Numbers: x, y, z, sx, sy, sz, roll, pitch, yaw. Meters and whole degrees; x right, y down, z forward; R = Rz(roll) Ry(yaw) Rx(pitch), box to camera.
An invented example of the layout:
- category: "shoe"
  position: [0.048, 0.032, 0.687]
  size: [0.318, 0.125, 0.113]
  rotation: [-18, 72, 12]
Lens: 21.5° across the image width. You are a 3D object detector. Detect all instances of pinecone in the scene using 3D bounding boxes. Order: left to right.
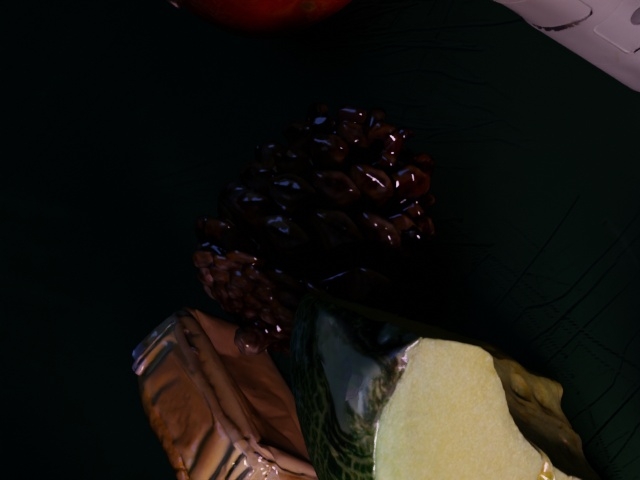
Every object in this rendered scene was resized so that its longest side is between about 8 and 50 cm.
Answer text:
- category: "pinecone"
  position: [0.000, 0.000, 1.591]
  size: [0.224, 0.224, 0.272]
  rotation: [-3, 48, 47]

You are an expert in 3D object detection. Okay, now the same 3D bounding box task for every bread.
- category: "bread"
  position: [-0.090, 0.182, 1.666]
  size: [0.107, 0.136, 0.241]
  rotation: [-51, 45, 20]

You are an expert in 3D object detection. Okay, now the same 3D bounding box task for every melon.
- category: "melon"
  position: [0.090, 0.151, 1.336]
  size: [0.226, 0.343, 0.331]
  rotation: [-29, 52, 32]

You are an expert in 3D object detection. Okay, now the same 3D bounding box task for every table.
- category: "table"
  position: [0.235, -0.218, 1.415]
  size: [0.126, 0.220, 0.126]
  rotation: [-22, 58, 39]

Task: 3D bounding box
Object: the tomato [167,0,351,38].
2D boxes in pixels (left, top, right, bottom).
- category: "tomato"
  position: [-0.077, -0.377, 1.751]
  size: [0.290, 0.325, 0.293]
  rotation: [-39, 32, -6]
